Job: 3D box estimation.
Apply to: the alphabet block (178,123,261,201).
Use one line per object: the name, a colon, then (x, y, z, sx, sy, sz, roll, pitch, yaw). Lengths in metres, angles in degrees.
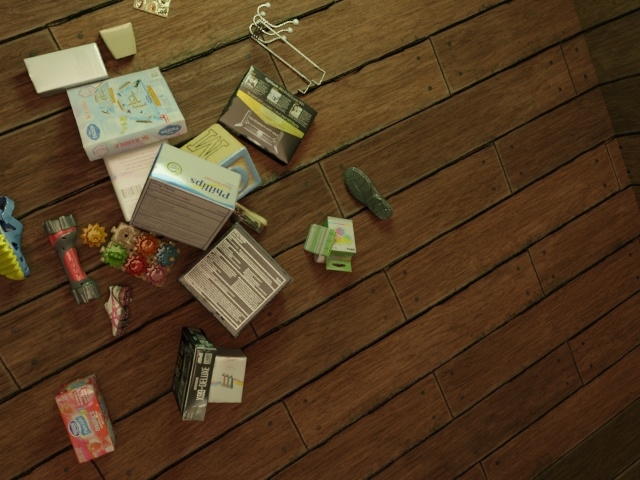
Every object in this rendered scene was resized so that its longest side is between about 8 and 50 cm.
alphabet block: (-0.358, -0.257, 1.801, 0.193, 0.197, 0.192, -38, 145, -14)

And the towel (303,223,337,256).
towel: (0.000, 0.000, 2.004, 0.023, 0.152, 0.113, 19, 89, -41)

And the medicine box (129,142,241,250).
medicine box: (-0.432, -0.129, 1.628, 0.263, 0.289, 0.149, 21, 52, -21)

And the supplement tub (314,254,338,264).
supplement tub: (0.034, 0.060, 2.059, 0.107, 0.071, 0.071, 9, 91, -19)

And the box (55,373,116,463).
box: (-0.815, 0.617, 1.781, 0.122, 0.128, 0.257, -18, 100, -17)

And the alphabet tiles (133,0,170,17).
alphabet tiles: (-0.585, -0.926, 1.814, 0.198, 0.009, 0.237, 10, 91, -19)

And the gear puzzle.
gear puzzle: (-0.673, 0.029, 1.804, 0.339, 0.044, 0.175, 30, 84, -27)

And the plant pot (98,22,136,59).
plant pot: (-0.687, -0.679, 1.750, 0.109, 0.109, 0.096, -24, 113, -16)

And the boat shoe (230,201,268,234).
boat shoe: (-0.305, -0.094, 1.929, 0.223, 0.080, 0.073, 28, 80, -23)

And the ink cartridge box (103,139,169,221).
ink cartridge box: (-0.619, -0.242, 1.786, 0.226, 0.131, 0.306, -18, 99, -16)

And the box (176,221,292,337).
box: (-0.310, 0.144, 1.868, 0.294, 0.183, 0.296, -44, 94, -10)

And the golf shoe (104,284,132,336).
golf shoe: (-0.729, 0.251, 1.825, 0.086, 0.067, 0.186, 7, 92, 8)

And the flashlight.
flashlight: (-0.844, 0.066, 1.747, 0.103, 0.103, 0.304, -23, 99, -19)

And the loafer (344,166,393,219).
loafer: (0.196, -0.198, 2.103, 0.096, 0.084, 0.267, -38, 103, 20)

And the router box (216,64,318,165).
router box: (-0.200, -0.468, 1.937, 0.309, 0.081, 0.243, 32, 84, -18)

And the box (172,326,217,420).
box: (-0.450, 0.458, 1.799, 0.076, 0.307, 0.243, 11, 91, -23)

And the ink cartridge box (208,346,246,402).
ink cartridge box: (-0.360, 0.507, 1.926, 0.127, 0.128, 0.176, 8, 92, -19)

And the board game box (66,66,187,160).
board game box: (-0.646, -0.430, 1.695, 0.318, 0.066, 0.319, -20, 55, -16)

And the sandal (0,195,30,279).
sandal: (-1.030, -0.019, 1.672, 0.126, 0.138, 0.317, -2, 114, 23)

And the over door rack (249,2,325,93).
over door rack: (-0.113, -0.705, 1.870, 0.108, 0.239, 0.324, -45, 105, -5)

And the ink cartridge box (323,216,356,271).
ink cartridge box: (0.076, 0.013, 2.021, 0.109, 0.062, 0.209, 7, 59, -19)

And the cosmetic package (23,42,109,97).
cosmetic package: (-0.846, -0.571, 1.712, 0.231, 0.085, 0.117, -19, 99, -15)
